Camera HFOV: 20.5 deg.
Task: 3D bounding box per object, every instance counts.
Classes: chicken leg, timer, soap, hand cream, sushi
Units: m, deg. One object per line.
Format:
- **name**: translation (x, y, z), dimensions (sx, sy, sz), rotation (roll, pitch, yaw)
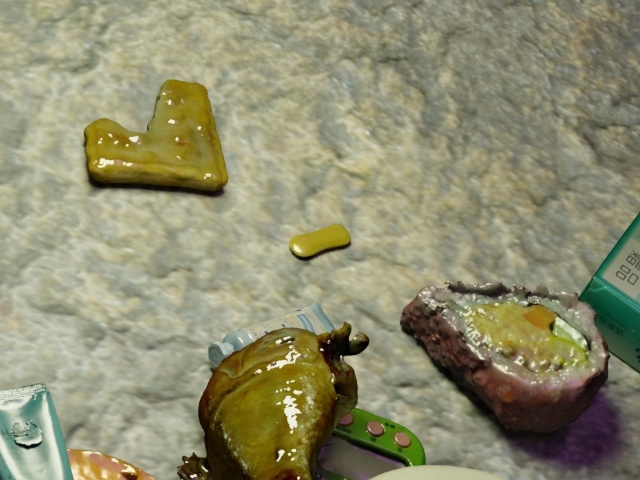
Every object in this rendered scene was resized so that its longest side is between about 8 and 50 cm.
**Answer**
- **chicken leg**: translation (-0.061, 0.208, 1.808), dimensions (0.140, 0.211, 0.361), rotation (45, 26, -16)
- **timer**: translation (0.044, 0.246, 1.946), dimensions (0.140, 0.047, 0.128), rotation (21, 44, -6)
- **soap**: translation (0.000, 0.000, 2.167), dimensions (0.089, 0.012, 0.034), rotation (-19, 61, -36)
- **hand cream**: translation (-0.267, 0.229, 1.684), dimensions (0.083, 0.048, 0.224), rotation (-8, 52, -27)
- **hand cream**: translation (-0.052, 0.113, 2.023), dimensions (0.171, 0.043, 0.065), rotation (-14, 59, -39)
- **sushi**: translation (0.218, 0.141, 2.077), dimensions (0.241, 0.107, 0.161), rotation (7, 47, -8)

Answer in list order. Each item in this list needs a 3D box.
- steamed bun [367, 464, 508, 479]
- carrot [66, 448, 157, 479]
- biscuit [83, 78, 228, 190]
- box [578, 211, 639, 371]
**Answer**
- **steamed bun**: translation (0.138, 0.369, 1.768), dimensions (0.324, 0.206, 0.324), rotation (13, 47, -15)
- **carrot**: translation (-0.225, 0.340, 1.700), dimensions (0.307, 0.100, 0.258), rotation (35, 48, 8)
- **biscuit**: translation (-0.209, -0.132, 2.170), dimensions (0.183, 0.039, 0.174), rotation (1, 52, -25)
- **box**: translation (0.439, 0.053, 2.269), dimensions (0.153, 0.092, 0.245), rotation (36, 45, 10)
